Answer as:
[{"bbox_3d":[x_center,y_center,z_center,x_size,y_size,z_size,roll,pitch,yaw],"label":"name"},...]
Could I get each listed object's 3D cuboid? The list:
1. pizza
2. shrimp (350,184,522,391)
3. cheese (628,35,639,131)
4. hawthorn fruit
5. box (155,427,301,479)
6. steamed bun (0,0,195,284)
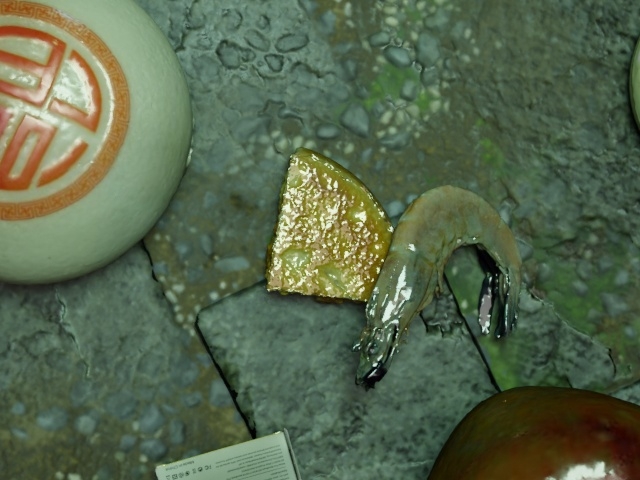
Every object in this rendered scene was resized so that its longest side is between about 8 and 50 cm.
[{"bbox_3d":[0.000,0.000,1.059,0.134,0.046,0.175,-26,95,-8],"label":"pizza"},{"bbox_3d":[0.110,0.059,1.046,0.152,0.046,0.219,38,70,-21],"label":"shrimp"},{"bbox_3d":[0.360,-0.099,1.087,0.163,0.071,0.249,17,88,-6],"label":"cheese"},{"bbox_3d":[0.215,0.259,0.954,0.267,0.301,0.268,0,86,0],"label":"hawthorn fruit"},{"bbox_3d":[-0.058,0.299,1.001,0.129,0.033,0.247,-14,61,-7],"label":"box"},{"bbox_3d":[-0.250,-0.102,0.970,0.283,0.177,0.283,0,90,-6],"label":"steamed bun"}]
